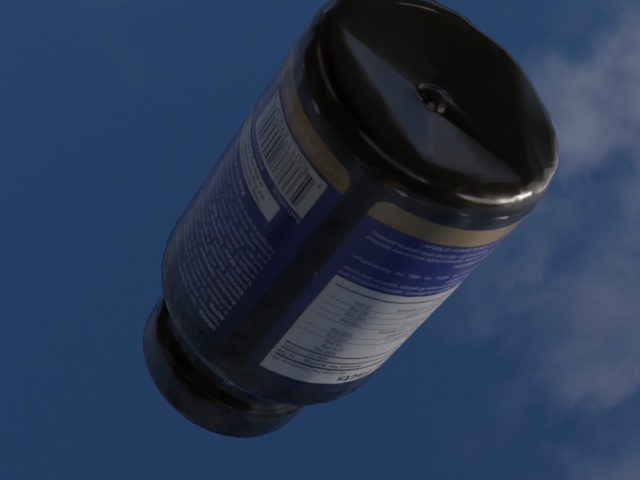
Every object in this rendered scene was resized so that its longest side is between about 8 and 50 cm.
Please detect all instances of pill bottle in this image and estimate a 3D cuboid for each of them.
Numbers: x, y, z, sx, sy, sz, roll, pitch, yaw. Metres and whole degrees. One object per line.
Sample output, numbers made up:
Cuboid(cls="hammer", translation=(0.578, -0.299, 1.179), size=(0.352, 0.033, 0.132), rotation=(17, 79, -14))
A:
Cuboid(cls="pill bottle", translation=(0.000, 0.000, 0.587), size=(0.123, 0.219, 0.122), rotation=(19, -134, -21))
